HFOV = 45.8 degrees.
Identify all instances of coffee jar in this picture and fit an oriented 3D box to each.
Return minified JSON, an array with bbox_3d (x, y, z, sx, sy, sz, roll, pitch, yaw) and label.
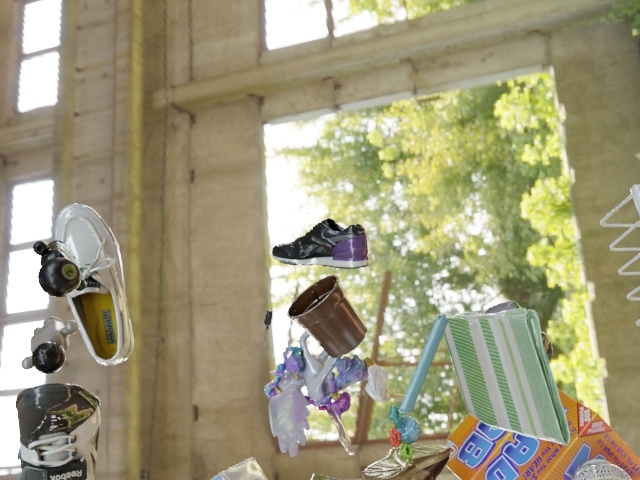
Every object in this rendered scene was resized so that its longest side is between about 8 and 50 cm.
[{"bbox_3d":[0.476,0.226,1.816,0.184,0.096,0.079,43,-138,-29],"label":"coffee jar"}]

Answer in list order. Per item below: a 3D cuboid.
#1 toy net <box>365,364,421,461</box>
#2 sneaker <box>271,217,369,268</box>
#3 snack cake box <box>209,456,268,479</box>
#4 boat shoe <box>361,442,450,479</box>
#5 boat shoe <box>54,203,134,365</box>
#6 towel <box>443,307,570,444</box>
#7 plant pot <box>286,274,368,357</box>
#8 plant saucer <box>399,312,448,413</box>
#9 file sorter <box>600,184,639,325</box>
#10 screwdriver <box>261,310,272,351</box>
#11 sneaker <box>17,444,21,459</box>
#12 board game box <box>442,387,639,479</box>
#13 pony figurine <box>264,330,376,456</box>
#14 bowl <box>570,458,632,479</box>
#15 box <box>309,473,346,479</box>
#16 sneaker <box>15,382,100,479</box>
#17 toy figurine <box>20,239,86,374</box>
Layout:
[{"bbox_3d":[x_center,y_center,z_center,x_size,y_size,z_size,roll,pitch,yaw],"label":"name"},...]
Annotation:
[{"bbox_3d":[0.156,0.394,1.750,0.232,0.045,0.122,56,-136,-14],"label":"toy net"},{"bbox_3d":[0.000,0.000,1.993,0.107,0.283,0.124,-20,-71,-60],"label":"sneaker"},{"bbox_3d":[-0.233,0.541,1.467,0.089,0.264,0.152,54,-167,16],"label":"snack cake box"},{"bbox_3d":[0.212,0.583,1.838,0.342,0.123,0.123,-6,-85,-57],"label":"boat shoe"},{"bbox_3d":[-0.495,0.093,1.621,0.156,0.135,0.367,142,116,-81],"label":"boat shoe"},{"bbox_3d":[0.349,0.254,1.475,0.325,0.038,0.248,162,92,-70],"label":"towel"},{"bbox_3d":[0.028,0.204,1.961,0.165,0.167,0.167,52,-154,-14],"label":"plant pot"},{"bbox_3d":[0.189,0.225,1.373,0.067,0.018,0.192,88,-154,-80],"label":"plant saucer"},{"bbox_3d":[0.775,0.039,1.685,0.173,0.192,0.278,116,150,-58],"label":"file sorter"},{"bbox_3d":[-0.167,0.284,2.352,0.025,0.024,0.170,-23,-43,-35],"label":"screwdriver"},{"bbox_3d":[-0.550,0.380,1.503,0.069,0.209,0.082,10,-126,-31],"label":"sneaker"},{"bbox_3d":[0.618,0.626,2.088,0.356,0.356,0.356,44,175,-25],"label":"board game box"},{"bbox_3d":[-0.007,0.425,2.198,0.302,0.363,0.351,21,-150,-41],"label":"pony figurine"},{"bbox_3d":[0.668,0.577,1.812,0.080,0.170,0.170,-84,-22,-46],"label":"bowl"},{"bbox_3d":[-0.008,0.850,2.200,0.381,0.143,0.191,-30,-49,-81],"label":"box"},{"bbox_3d":[-0.394,0.343,1.154,0.331,0.122,0.146,102,159,-46],"label":"sneaker"},{"bbox_3d":[-0.465,0.099,1.128,0.148,0.212,0.210,-142,62,-65],"label":"toy figurine"}]
